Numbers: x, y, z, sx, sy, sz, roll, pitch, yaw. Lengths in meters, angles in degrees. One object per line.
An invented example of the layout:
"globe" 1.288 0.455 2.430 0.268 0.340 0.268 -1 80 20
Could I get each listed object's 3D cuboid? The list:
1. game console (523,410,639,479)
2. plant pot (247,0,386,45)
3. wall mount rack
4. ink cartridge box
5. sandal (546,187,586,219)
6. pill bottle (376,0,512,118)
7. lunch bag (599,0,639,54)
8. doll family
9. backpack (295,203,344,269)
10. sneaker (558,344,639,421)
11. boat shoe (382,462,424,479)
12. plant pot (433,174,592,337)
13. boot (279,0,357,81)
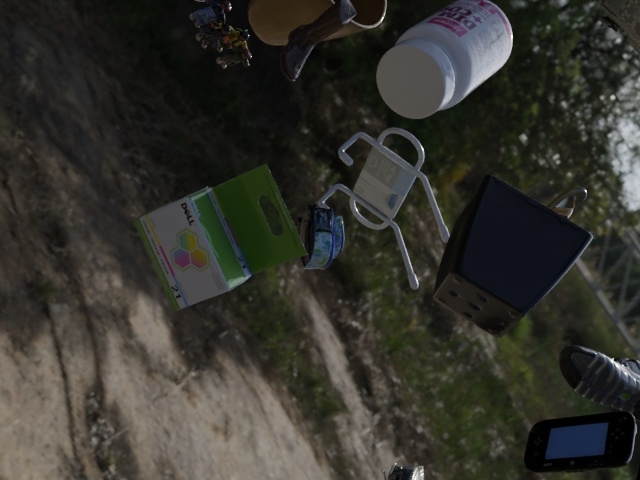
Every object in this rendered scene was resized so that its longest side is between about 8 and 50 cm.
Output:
"game console" 0.486 0.333 1.382 0.044 0.361 0.213 52 46 -19
"plant pot" -0.029 -0.523 1.842 0.237 0.254 0.237 19 63 -44
"wall mount rack" 0.153 -0.071 1.885 0.304 0.130 0.350 37 -33 10
"ink cartridge box" -0.182 -0.006 1.541 0.097 0.255 0.188 -33 101 -61
"sandal" 0.579 -0.065 2.098 0.049 0.180 0.072 58 -3 34
"pill bottle" 0.228 -0.334 1.566 0.160 0.160 0.283 55 44 -6
"lunch bag" 0.643 -0.417 1.414 0.256 0.305 0.212 27 28 -36
"doll family" -0.232 -0.504 2.073 0.193 0.111 0.076 41 52 -41
"backpack" 0.000 0.000 1.705 0.105 0.084 0.114 135 -40 -63
"sneaker" 0.527 0.244 1.565 0.229 0.086 0.132 32 23 -5
"boat shoe" 0.170 0.500 1.741 0.254 0.079 0.095 25 62 -80
"plant pot" 0.283 0.041 1.353 0.187 0.167 0.188 31 -24 6
"boot" -0.002 -0.285 1.201 0.037 0.114 0.106 36 48 -38
